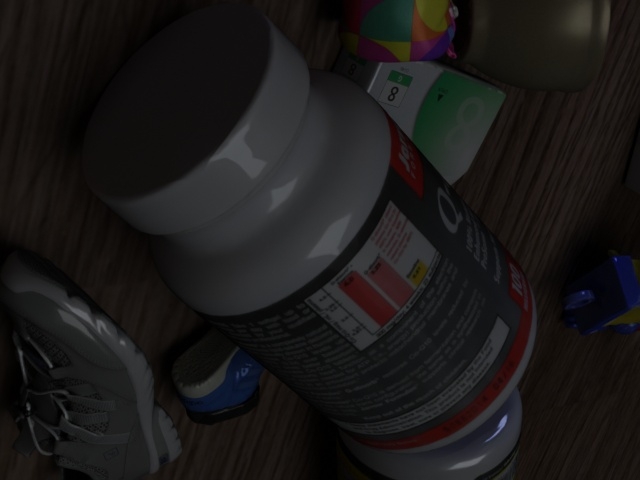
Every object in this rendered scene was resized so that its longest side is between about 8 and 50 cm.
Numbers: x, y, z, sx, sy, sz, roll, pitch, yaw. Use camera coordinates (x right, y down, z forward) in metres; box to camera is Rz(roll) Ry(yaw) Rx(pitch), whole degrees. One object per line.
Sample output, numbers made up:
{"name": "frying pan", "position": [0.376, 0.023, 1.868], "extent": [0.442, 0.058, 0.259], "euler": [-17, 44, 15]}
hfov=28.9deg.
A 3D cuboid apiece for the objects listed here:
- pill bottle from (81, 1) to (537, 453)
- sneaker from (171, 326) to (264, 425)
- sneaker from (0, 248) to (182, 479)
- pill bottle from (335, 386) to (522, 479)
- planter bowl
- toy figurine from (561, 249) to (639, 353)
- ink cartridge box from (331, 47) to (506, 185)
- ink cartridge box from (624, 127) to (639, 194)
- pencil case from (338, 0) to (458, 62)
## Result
{"name": "pill bottle", "position": [0.000, 0.000, 0.961], "extent": [0.210, 0.210, 0.363], "euler": [-50, 130, -5]}
{"name": "sneaker", "position": [-0.066, 0.105, 1.123], "extent": [0.152, 0.058, 0.085], "euler": [-42, 147, -26]}
{"name": "sneaker", "position": [-0.193, 0.123, 0.966], "extent": [0.115, 0.105, 0.281], "euler": [-39, 140, -18]}
{"name": "pill bottle", "position": [0.111, 0.280, 1.327], "extent": [0.188, 0.188, 0.334], "euler": [-27, 135, -29]}
{"name": "planter bowl", "position": [0.164, -0.204, 1.065], "extent": [0.109, 0.162, 0.162], "euler": [-5, 126, -11]}
{"name": "toy figurine", "position": [0.391, 0.081, 1.428], "extent": [0.217, 0.191, 0.362], "euler": [2, 159, -20]}
{"name": "ink cartridge box", "position": [0.053, -0.062, 1.123], "extent": [0.181, 0.056, 0.225], "euler": [10, 109, -48]}
{"name": "ink cartridge box", "position": [0.462, -0.159, 1.424], "extent": [0.172, 0.100, 0.237], "euler": [-16, 128, -36]}
{"name": "pencil case", "position": [0.068, -0.253, 0.959], "extent": [0.104, 0.104, 0.236], "euler": [-23, 133, -32]}
